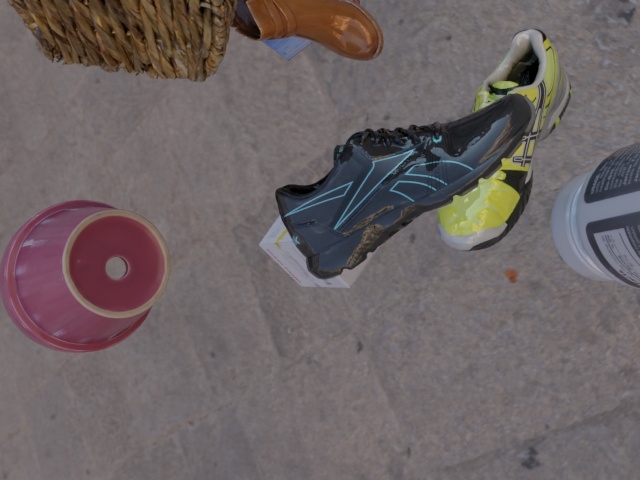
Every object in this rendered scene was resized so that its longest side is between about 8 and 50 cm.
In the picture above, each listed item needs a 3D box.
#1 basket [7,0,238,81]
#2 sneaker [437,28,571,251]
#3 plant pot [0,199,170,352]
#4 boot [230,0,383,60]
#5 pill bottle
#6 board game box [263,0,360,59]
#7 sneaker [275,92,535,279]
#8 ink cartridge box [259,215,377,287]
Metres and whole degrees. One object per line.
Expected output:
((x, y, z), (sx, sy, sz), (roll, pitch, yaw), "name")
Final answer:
((-0.154, -0.305, 0.555), (0.213, 0.299, 0.223), (8, 68, 8), "basket")
((0.268, -0.161, 1.067), (0.145, 0.147, 0.385), (10, 64, 36), "sneaker")
((-0.282, 0.039, 0.860), (0.180, 0.201, 0.202), (-15, 85, 54), "plant pot")
((-0.030, -0.272, 0.860), (0.197, 0.152, 0.073), (32, 126, 15), "boot")
((0.466, -0.040, 0.876), (0.361, 0.204, 0.204), (157, 103, -77), "pill bottle")
((-0.045, -0.601, 1.837), (0.281, 0.145, 0.027), (-26, 50, 39), "board game box")
((0.076, -0.068, 0.652), (0.267, 0.101, 0.106), (-34, 95, 12), "sneaker")
((0.000, 0.000, 1.681), (0.171, 0.168, 0.232), (47, 155, -23), "ink cartridge box")
